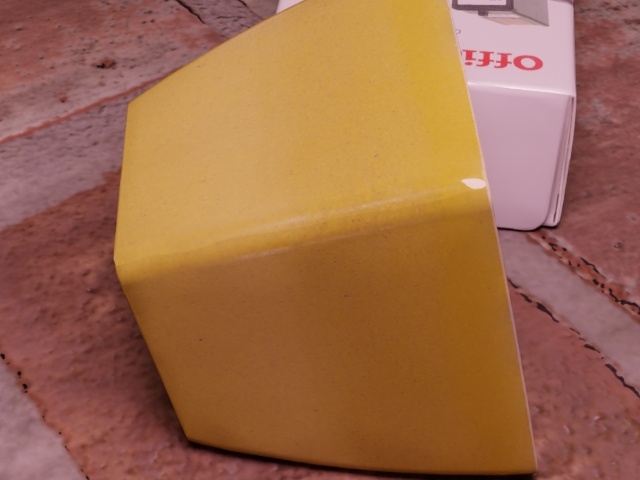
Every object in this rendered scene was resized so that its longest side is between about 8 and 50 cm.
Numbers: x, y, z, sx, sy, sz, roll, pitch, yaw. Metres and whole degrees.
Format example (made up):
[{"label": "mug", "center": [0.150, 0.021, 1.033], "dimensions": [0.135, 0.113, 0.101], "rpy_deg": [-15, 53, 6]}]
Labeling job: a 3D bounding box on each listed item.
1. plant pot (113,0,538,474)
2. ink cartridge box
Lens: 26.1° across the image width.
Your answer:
[{"label": "plant pot", "center": [0.000, 0.000, 0.751], "dimensions": [0.187, 0.212, 0.212], "rpy_deg": [-11, 42, 6]}, {"label": "ink cartridge box", "center": [0.074, -0.144, 0.963], "dimensions": [0.198, 0.115, 0.273], "rpy_deg": [5, 42, 4]}]
